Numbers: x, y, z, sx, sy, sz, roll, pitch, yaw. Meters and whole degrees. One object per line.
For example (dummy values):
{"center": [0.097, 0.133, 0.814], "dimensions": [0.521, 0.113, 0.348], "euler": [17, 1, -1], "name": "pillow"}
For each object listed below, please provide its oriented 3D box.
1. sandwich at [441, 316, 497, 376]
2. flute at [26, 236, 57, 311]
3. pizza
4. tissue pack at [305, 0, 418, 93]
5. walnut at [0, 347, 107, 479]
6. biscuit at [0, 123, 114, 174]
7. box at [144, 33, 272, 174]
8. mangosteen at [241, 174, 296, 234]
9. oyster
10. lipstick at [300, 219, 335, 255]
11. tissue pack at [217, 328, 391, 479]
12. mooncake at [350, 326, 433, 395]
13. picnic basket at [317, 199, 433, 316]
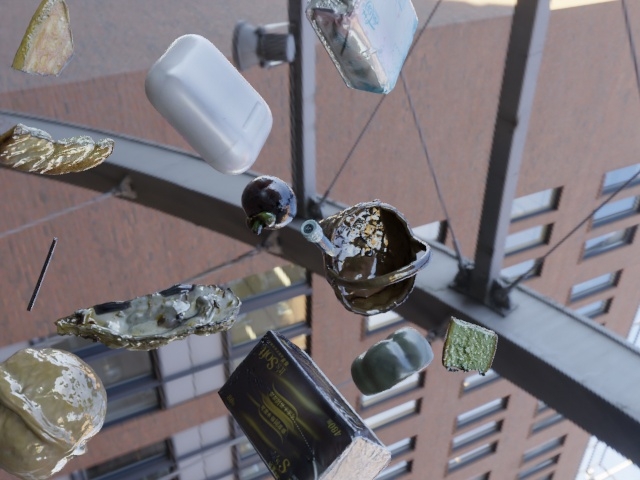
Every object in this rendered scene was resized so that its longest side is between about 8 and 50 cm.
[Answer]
{"center": [0.373, 0.270, 1.739], "dimensions": [0.236, 0.122, 0.128], "euler": [29, 77, -81], "name": "sandwich"}
{"center": [-0.769, 0.098, 1.877], "dimensions": [0.269, 0.014, 0.014], "euler": [-59, -134, 27], "name": "flute"}
{"center": [-0.658, -0.450, 1.580], "dimensions": [0.188, 0.081, 0.204], "euler": [110, 3, -65], "name": "pizza"}
{"center": [0.088, -0.437, 1.323], "dimensions": [0.124, 0.201, 0.271], "euler": [12, -14, 26], "name": "tissue pack"}
{"center": [-0.811, 0.496, 1.983], "dimensions": [0.381, 0.381, 0.381], "euler": [46, -36, 48], "name": "walnut"}
{"center": [-0.709, -0.234, 1.808], "dimensions": [0.154, 0.299, 0.045], "euler": [-45, -122, 33], "name": "biscuit"}
{"center": [-0.283, -0.354, 1.772], "dimensions": [0.141, 0.288, 0.349], "euler": [-28, -62, 33], "name": "box"}
{"center": [-0.197, -0.126, 2.496], "dimensions": [0.216, 0.216, 0.216], "euler": [46, -36, 48], "name": "mangosteen"}
{"center": [-0.316, 0.144, 1.254], "dimensions": [0.078, 0.345, 0.128], "euler": [84, -1, -46], "name": "oyster"}
{"center": [0.000, 0.000, 1.321], "dimensions": [0.037, 0.037, 0.116], "euler": [58, 6, 34], "name": "lipstick"}
{"center": [-0.040, 0.396, 1.508], "dimensions": [0.198, 0.210, 0.370], "euler": [34, 6, -47], "name": "tissue pack"}
{"center": [0.210, 0.361, 2.059], "dimensions": [0.135, 0.275, 0.275], "euler": [58, -26, 8], "name": "mooncake"}
{"center": [0.161, 0.060, 1.906], "dimensions": [0.337, 0.293, 0.337], "euler": [158, -90, -76], "name": "picnic basket"}
